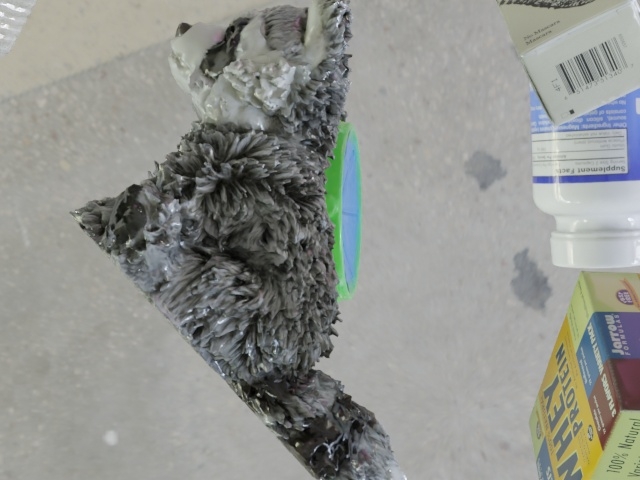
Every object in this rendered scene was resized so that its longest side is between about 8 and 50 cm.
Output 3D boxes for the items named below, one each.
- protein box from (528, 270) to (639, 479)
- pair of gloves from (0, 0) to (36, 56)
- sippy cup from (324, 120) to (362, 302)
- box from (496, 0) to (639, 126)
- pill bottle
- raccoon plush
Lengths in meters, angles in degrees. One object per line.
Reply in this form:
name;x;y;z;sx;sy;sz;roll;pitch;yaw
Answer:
protein box;0.289;0.141;0.853;0.201;0.200;0.136;2;44;-5
pair of gloves;-0.265;-0.091;0.567;0.042;0.204;0.240;42;100;35
sippy cup;-0.067;-0.039;1.435;0.224;0.305;0.240;1;113;9
box;0.221;-0.238;1.035;0.113;0.094;0.275;-26;39;14
pill bottle;0.315;-0.109;1.242;0.152;0.152;0.272;-3;94;7
raccoon plush;0.000;0.000;0.989;0.299;0.216;0.446;-43;108;-8
